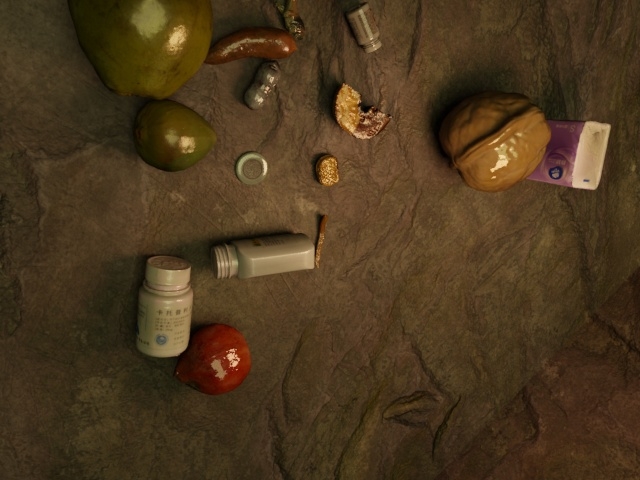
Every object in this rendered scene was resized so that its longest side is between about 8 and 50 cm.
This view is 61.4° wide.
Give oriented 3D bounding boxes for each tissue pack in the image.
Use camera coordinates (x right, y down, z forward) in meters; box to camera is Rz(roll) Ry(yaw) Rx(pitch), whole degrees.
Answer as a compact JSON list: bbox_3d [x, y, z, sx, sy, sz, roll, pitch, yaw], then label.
[{"bbox_3d":[0.881,-0.336,2.037,0.160,0.338,0.242,1,103,-26],"label":"tissue pack"}]

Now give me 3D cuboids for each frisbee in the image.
[{"bbox_3d":[-0.223,-0.234,1.756,0.110,0.014,0.110,-8,112,-22],"label":"frisbee"}]

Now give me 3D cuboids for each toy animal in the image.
[{"bbox_3d":[-0.098,-0.714,1.614,0.086,0.069,0.220,-30,125,-36],"label":"toy animal"}]

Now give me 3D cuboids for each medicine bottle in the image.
[{"bbox_3d":[-0.491,0.206,1.705,0.170,0.170,0.293,2,106,-25],"label":"medicine bottle"},{"bbox_3d":[-0.193,0.053,1.778,0.323,0.179,0.124,-6,110,-23],"label":"medicine bottle"},{"bbox_3d":[0.142,-0.678,1.725,0.079,0.079,0.140,-35,118,-9],"label":"medicine bottle"}]

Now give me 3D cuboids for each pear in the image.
[{"bbox_3d":[-0.443,-0.572,1.365,0.351,0.352,0.414,4,97,-26],"label":"pear"}]

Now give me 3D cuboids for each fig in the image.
[{"bbox_3d":[-0.423,-0.293,1.552,0.207,0.207,0.230,-61,153,6],"label":"fig"}]

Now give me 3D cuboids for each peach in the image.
[{"bbox_3d":[-0.367,0.403,1.800,0.256,0.232,0.233,-11,114,-41],"label":"peach"}]

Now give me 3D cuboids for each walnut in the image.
[{"bbox_3d":[0.617,-0.357,1.920,0.380,0.381,0.382,-8,111,-22],"label":"walnut"}]

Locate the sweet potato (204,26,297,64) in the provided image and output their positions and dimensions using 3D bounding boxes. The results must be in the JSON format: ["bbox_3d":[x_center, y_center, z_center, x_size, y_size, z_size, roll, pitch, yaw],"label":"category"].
[{"bbox_3d":[-0.214,-0.579,1.599,0.291,0.097,0.098,-10,112,-12],"label":"sweet potato"}]

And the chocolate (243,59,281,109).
[{"bbox_3d":[-0.177,-0.478,1.657,0.072,0.072,0.167,26,97,-29],"label":"chocolate"}]

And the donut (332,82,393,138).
[{"bbox_3d":[0.114,-0.424,1.801,0.217,0.085,0.141,34,93,-29],"label":"donut"}]

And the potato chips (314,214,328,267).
[{"bbox_3d":[0.000,0.000,1.933,0.026,0.037,0.204,6,111,-15],"label":"potato chips"}]

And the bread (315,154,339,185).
[{"bbox_3d":[0.025,-0.239,1.850,0.083,0.044,0.111,-19,117,-16],"label":"bread"}]
